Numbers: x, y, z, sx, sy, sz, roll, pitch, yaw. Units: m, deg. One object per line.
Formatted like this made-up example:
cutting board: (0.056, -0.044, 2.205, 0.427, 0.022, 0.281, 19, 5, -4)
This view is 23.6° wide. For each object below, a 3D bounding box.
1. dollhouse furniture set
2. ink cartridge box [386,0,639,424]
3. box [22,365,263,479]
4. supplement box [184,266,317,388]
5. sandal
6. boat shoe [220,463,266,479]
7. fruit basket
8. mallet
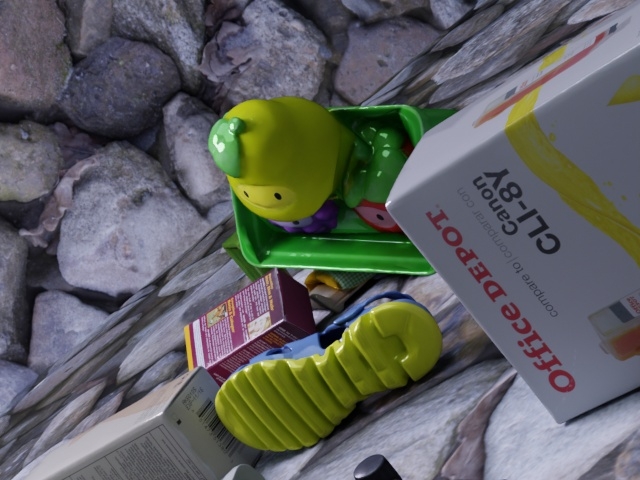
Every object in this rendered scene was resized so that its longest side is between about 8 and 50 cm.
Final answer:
dollhouse furniture set: (0.000, 0.000, 2.423, 0.197, 0.151, 0.301, -41, 12, -16)
ink cartridge box: (0.295, -0.046, 1.353, 0.385, 0.279, 0.160, -32, 13, 32)
box: (-0.241, 0.302, 1.977, 0.311, 0.148, 0.121, -29, 13, 32)
supplement box: (-0.104, 0.139, 2.272, 0.188, 0.081, 0.104, -33, 46, 23)
sandal: (0.017, 0.154, 1.863, 0.317, 0.126, 0.138, -25, 11, 20)
boat shoe: (-0.120, 0.329, 1.686, 0.081, 0.079, 0.227, -43, 3, 24)
fruit basket: (-0.006, -0.084, 2.182, 0.392, 0.282, 0.392, -8, 13, 2)
mallet: (0.102, 0.223, 1.423, 0.039, 0.062, 0.190, -46, 14, -34)
